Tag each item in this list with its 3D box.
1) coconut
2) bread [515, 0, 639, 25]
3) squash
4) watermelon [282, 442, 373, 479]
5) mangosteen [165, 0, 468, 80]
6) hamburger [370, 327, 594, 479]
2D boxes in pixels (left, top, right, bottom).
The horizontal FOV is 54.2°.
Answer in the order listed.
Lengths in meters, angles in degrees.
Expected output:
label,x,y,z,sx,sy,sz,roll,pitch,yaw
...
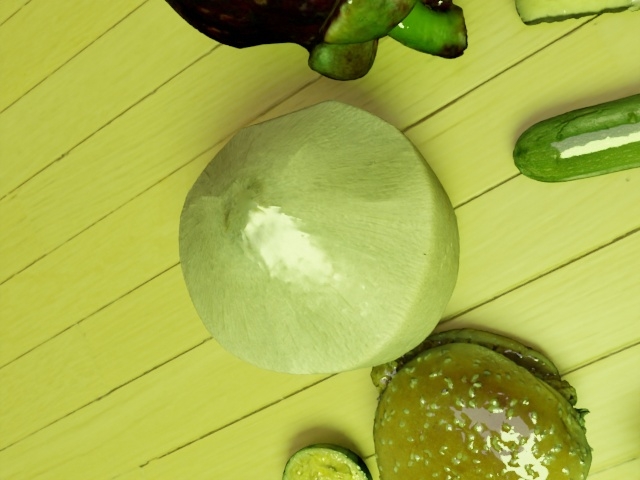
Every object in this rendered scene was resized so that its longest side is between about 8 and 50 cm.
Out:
label,x,y,z,sx,sy,sz,roll,pitch,yaw
coconut,0.000,0.000,0.561,0.238,0.266,0.237,-4,81,28
bread,0.298,-0.288,0.533,0.266,0.141,0.178,-3,132,17
squash,0.296,-0.101,0.565,0.239,0.069,0.069,-12,89,19
watermelon,0.013,0.265,0.678,0.106,0.062,0.105,4,99,24
mangosteen,-0.018,-0.295,0.553,0.311,0.311,0.311,1,93,18
hamburger,0.139,0.185,0.603,0.215,0.122,0.189,22,99,18
